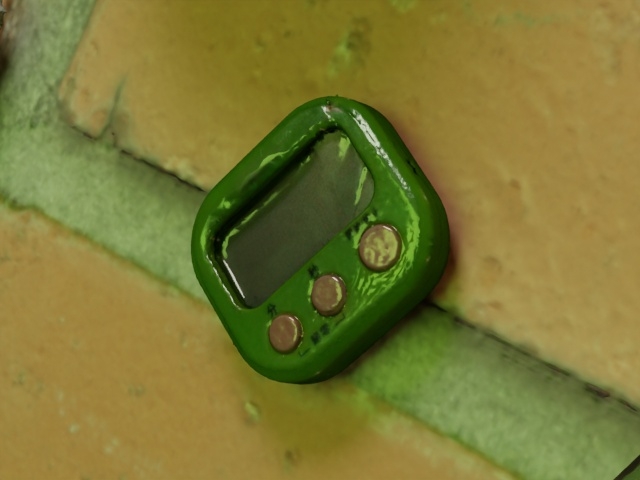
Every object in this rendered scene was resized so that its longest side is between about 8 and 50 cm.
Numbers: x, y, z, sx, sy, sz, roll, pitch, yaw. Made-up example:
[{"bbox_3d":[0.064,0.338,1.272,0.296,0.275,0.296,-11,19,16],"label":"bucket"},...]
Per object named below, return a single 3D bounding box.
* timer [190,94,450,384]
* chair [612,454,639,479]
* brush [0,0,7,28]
[{"bbox_3d":[0.000,0.000,1.054,0.140,0.047,0.128,-43,61,21],"label":"timer"},{"bbox_3d":[0.233,0.078,0.852,0.212,0.084,0.101,-49,62,18],"label":"chair"},{"bbox_3d":[-0.273,-0.033,1.255,0.070,0.065,0.327,35,111,30],"label":"brush"}]
